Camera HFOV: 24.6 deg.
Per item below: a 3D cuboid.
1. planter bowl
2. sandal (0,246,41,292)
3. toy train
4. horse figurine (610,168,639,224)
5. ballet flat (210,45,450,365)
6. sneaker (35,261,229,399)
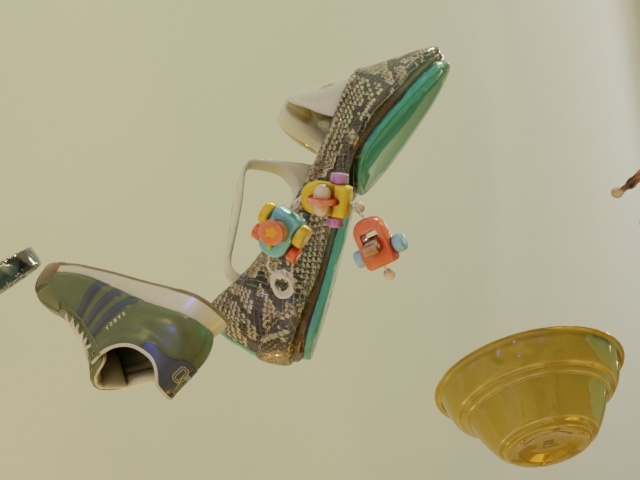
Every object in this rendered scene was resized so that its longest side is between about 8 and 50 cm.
[{"bbox_3d":[0.241,0.189,1.615,0.217,0.217,0.090,51,-158,-53],"label":"planter bowl"},{"bbox_3d":[-0.418,0.047,1.445,0.107,0.167,0.446,64,-160,-2],"label":"sandal"},{"bbox_3d":[0.000,0.000,1.523,0.046,0.166,0.125,-19,-91,-65],"label":"toy train"},{"bbox_3d":[0.403,-0.102,1.493,0.066,0.263,0.174,53,175,1],"label":"horse figurine"},{"bbox_3d":[-0.006,-0.076,1.826,0.164,0.182,0.483,92,-157,-65],"label":"ballet flat"},{"bbox_3d":[-0.168,0.075,1.165,0.064,0.192,0.086,52,-124,-48],"label":"sneaker"}]
